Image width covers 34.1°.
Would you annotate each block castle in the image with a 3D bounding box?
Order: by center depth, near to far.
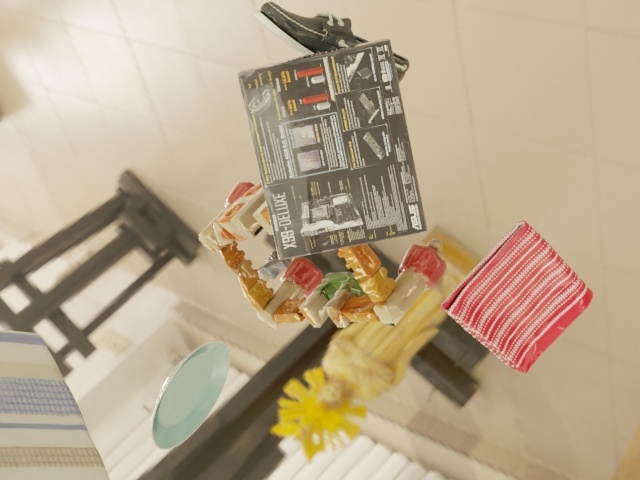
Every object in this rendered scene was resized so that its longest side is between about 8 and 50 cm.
[{"bbox_3d":[0.000,0.000,2.044,0.453,0.213,0.303,-7,126,52],"label":"block castle"}]

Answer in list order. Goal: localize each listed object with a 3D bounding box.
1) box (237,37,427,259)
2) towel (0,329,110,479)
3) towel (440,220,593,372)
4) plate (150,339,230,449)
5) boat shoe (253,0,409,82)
[{"bbox_3d":[0.022,-0.141,1.642,0.076,0.242,0.307,-77,-25,-77],"label":"box"},{"bbox_3d":[-0.314,0.179,0.978,0.285,0.209,0.034,51,120,39],"label":"towel"},{"bbox_3d":[0.338,0.102,1.751,0.275,0.199,0.031,39,-174,-43],"label":"towel"},{"bbox_3d":[-0.203,0.231,1.591,0.024,0.188,0.188,26,145,23],"label":"plate"},{"bbox_3d":[0.023,-0.336,1.760,0.302,0.091,0.114,24,-162,-39],"label":"boat shoe"}]
